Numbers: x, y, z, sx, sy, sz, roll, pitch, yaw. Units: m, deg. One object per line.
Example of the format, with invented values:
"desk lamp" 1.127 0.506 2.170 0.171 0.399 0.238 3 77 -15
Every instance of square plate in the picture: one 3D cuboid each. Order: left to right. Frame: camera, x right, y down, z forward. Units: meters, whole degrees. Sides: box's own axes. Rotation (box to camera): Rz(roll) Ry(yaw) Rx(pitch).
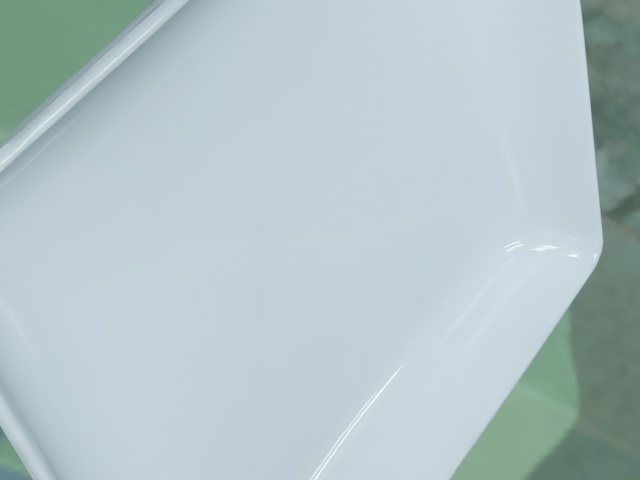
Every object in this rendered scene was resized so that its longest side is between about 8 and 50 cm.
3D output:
"square plate" 0.000 0.000 0.733 0.049 0.344 0.347 21 146 31
